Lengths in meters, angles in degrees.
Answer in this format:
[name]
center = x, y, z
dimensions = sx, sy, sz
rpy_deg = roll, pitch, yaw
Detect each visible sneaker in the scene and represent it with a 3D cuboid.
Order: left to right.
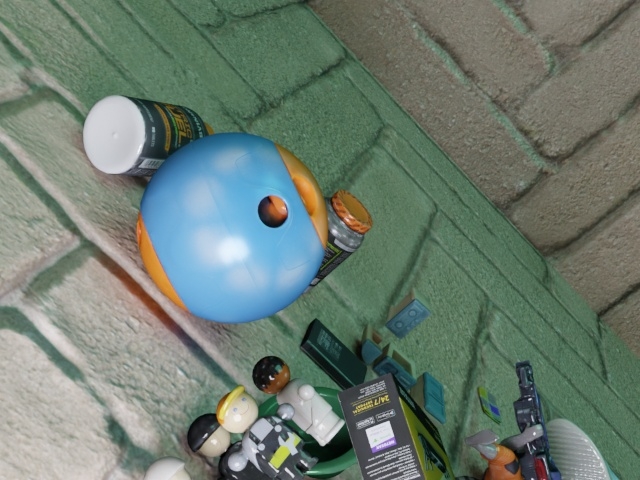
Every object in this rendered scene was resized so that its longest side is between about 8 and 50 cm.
[sneaker]
center = 0.595, 0.546, 2.093
dimensions = 0.366, 0.135, 0.150
rpy_deg = 61, 17, 10

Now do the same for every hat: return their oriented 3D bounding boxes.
[hat]
center = -0.004, 0.340, 1.455
dimensions = 0.208, 0.184, 0.173
rpy_deg = -6, 37, -12

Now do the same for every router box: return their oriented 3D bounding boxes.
[router box]
center = 0.132, 0.341, 1.304
dimensions = 0.309, 0.081, 0.243
rpy_deg = 53, 17, -60

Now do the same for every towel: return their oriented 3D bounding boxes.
[towel]
center = 0.371, 0.360, 2.123
dimensions = 0.060, 0.009, 0.083
rpy_deg = 40, 23, -21

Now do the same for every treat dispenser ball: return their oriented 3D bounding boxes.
[treat dispenser ball]
center = -0.132, -0.019, 1.462
dimensions = 0.288, 0.288, 0.288
rpy_deg = 39, 24, -21

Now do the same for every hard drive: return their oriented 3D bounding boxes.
[hard drive]
center = 0.026, 0.208, 1.725
dimensions = 0.135, 0.022, 0.094
rpy_deg = 44, 22, -8

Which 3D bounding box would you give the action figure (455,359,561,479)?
[action figure]
center = 0.333, 0.400, 1.782
dimensions = 0.330, 0.178, 0.342
rpy_deg = 17, 62, -60

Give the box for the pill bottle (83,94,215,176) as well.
[pill bottle]
center = -0.279, -0.172, 1.655
dimensions = 0.130, 0.130, 0.245
rpy_deg = 54, 23, 15

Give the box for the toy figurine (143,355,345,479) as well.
[toy figurine]
center = -0.093, 0.253, 1.190
dimensions = 0.148, 0.209, 0.213
rpy_deg = 42, 22, 6

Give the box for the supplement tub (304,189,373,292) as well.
[supplement tub]
center = 0.000, 0.000, 1.799
dimensions = 0.117, 0.190, 0.117
rpy_deg = 39, 24, -21

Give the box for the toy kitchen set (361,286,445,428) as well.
[toy kitchen set]
center = 0.191, 0.223, 1.811
dimensions = 0.207, 0.166, 0.122
rpy_deg = 41, 23, -15
